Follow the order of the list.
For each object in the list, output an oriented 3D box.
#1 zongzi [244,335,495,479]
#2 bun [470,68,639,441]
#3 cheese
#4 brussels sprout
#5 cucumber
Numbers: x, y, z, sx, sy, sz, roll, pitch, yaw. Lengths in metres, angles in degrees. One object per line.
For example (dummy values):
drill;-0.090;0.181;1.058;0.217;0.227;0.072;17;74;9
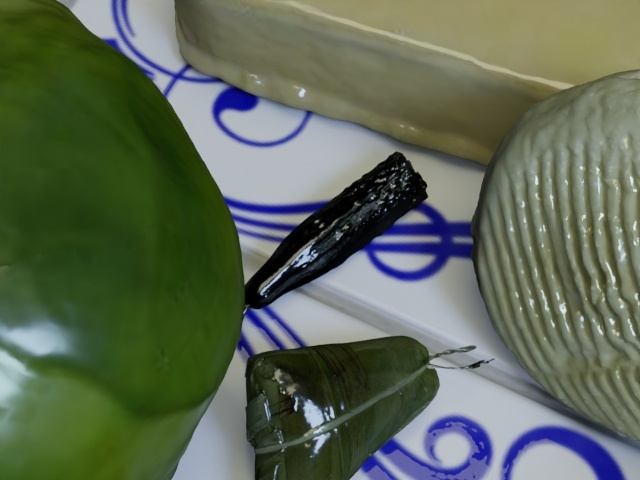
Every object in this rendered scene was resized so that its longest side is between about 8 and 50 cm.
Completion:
zongzi;0.032;0.123;0.682;0.154;0.062;0.130;-5;84;-24
bun;0.198;0.000;0.666;0.134;0.220;0.220;-26;66;-41
cheese;0.067;-0.198;0.804;0.384;0.104;0.384;1;63;-3
brussels sprout;-0.196;0.034;0.571;0.315;0.276;0.371;11;45;0
cucumber;0.000;0.000;0.739;0.163;0.043;0.039;-35;33;-21
